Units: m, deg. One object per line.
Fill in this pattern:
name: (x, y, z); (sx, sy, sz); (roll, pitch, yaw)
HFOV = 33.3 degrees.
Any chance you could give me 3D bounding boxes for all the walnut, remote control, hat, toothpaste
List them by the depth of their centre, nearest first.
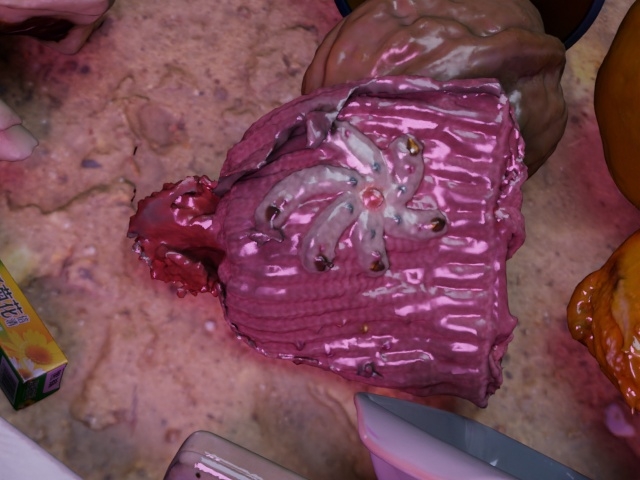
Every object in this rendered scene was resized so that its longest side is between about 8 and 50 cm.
remote control: (0.010, 0.192, 0.674); (0.233, 0.098, 0.038); (27, 57, 1)
toothpaste: (-0.236, 0.033, 0.739); (0.037, 0.043, 0.178); (-26, 67, -33)
hat: (0.000, 0.000, 0.759); (0.286, 0.237, 0.107); (3, 10, 9)
walnut: (0.095, -0.116, 0.868); (0.245, 0.198, 0.198); (-17, 63, -27)

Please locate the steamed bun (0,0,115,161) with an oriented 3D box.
steamed bun: (-0.340, -0.152, 0.761); (0.428, 0.189, 0.247); (0, 15, -25)

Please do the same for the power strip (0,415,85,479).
power strip: (-0.232, 0.126, 0.645); (0.385, 0.091, 0.062); (35, 54, 7)

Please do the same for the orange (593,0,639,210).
orange: (0.378, -0.118, 0.926); (0.279, 0.235, 0.279); (-1, 87, 13)

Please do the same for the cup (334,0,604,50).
cup: (0.125, -0.326, 1.029); (0.242, 0.308, 0.292); (40, 44, -30)

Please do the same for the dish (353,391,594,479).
dish: (0.102, 0.160, 0.675); (0.154, 0.234, 0.064); (24, 89, 36)

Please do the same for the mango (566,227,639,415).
mango: (0.366, 0.108, 0.804); (0.350, 0.201, 0.199); (28, 78, -8)
